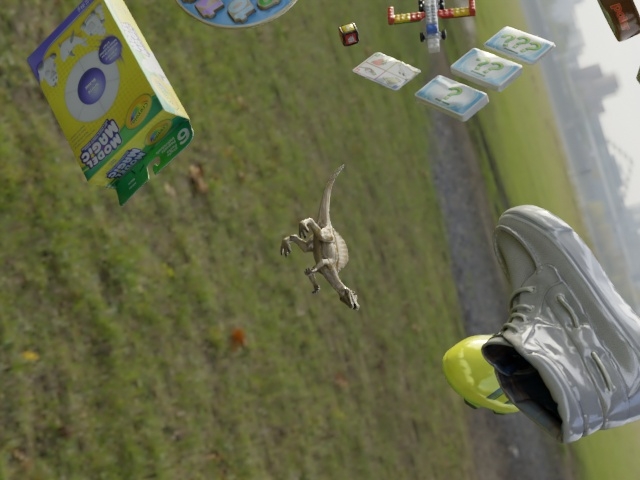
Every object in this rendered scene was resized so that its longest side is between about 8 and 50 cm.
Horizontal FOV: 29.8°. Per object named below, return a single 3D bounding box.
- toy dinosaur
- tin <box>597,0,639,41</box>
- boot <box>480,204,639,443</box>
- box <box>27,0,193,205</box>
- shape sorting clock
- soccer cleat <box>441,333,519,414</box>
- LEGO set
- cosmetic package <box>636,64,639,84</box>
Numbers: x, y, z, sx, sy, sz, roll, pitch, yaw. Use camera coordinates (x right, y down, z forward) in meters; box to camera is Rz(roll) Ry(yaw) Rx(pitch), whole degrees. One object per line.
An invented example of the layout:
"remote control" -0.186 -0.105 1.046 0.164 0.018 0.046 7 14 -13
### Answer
"toy dinosaur" 0.000 0.000 1.471 0.092 0.053 0.183 1 76 -45
"tin" 0.321 -0.300 1.365 0.190 0.040 0.106 -96 160 -50
"boot" 0.195 0.068 1.079 0.258 0.123 0.095 -125 -154 -44
"box" -0.191 -0.129 1.091 0.043 0.105 0.179 14 40 -59
"shape sorting clock" -0.117 -0.390 1.693 0.040 0.206 0.206 71 6 -72
"soccer cleat" 0.261 0.126 1.281 0.289 0.121 0.093 6 51 -28
"LEGO set" 0.140 -0.251 1.492 0.244 0.182 0.060 30 -33 36
"cosmetic package" 0.544 -0.195 1.445 0.138 0.224 0.224 92 -23 -52
